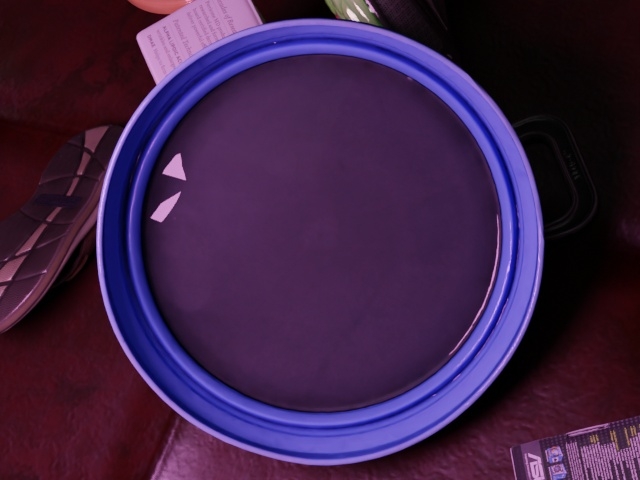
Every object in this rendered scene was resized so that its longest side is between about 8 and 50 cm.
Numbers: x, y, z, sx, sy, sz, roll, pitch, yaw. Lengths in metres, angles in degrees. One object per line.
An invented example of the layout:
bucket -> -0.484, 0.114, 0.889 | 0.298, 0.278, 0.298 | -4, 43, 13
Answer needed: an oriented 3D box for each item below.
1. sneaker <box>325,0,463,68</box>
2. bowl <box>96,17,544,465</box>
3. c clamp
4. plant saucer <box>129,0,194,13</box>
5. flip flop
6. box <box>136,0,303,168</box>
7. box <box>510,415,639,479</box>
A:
sneaker -> 0.086, -0.360, 1.544 | 0.202, 0.185, 0.483 | -17, 61, 19
bowl -> 0.000, 0.000, 1.343 | 0.391, 0.077, 0.391 | 0, 98, 2
c clamp -> 0.187, -0.057, 1.449 | 0.137, 0.022, 0.161 | -26, 56, 3
plant saucer -> -0.155, -0.351, 1.726 | 0.199, 0.037, 0.200 | -10, 61, 19
flip flop -> -0.276, -0.005, 1.586 | 0.112, 0.080, 0.277 | 9, 54, 31
box -> -0.069, -0.124, 1.490 | 0.119, 0.181, 0.182 | -29, 57, 4
box -> 0.284, 0.273, 1.217 | 0.216, 0.060, 0.270 | -16, 60, 14
